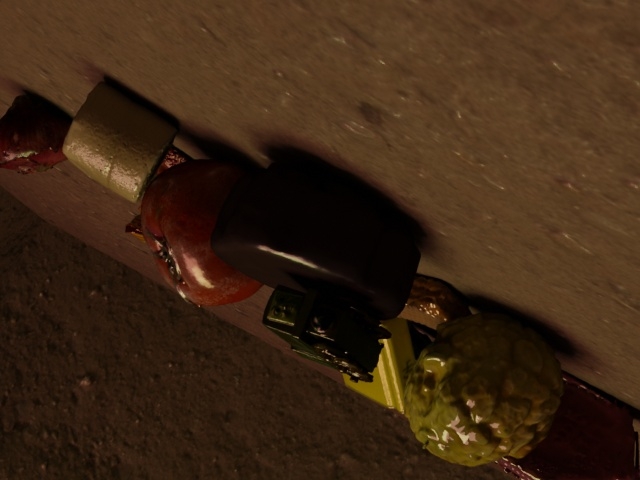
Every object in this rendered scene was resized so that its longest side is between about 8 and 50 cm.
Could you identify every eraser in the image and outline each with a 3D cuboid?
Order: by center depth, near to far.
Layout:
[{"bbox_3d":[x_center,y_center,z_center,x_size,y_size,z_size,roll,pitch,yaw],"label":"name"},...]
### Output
[{"bbox_3d":[0.097,0.193,2.113,0.158,0.069,0.226,21,137,41],"label":"eraser"}]

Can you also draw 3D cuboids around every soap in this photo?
[{"bbox_3d":[0.375,0.307,1.859,0.289,0.182,0.112,32,169,25],"label":"soap"}]

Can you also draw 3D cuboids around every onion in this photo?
[{"bbox_3d":[-0.538,-0.199,2.210,0.184,0.147,0.184,-5,-179,0],"label":"onion"}]

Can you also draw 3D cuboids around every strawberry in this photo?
[{"bbox_3d":[-0.241,-0.118,1.964,0.104,0.048,0.152,15,165,44],"label":"strawberry"}]

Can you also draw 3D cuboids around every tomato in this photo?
[{"bbox_3d":[-0.162,-0.017,1.784,0.232,0.188,0.232,47,152,35],"label":"tomato"}]

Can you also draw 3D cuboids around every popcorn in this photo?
[{"bbox_3d":[0.241,0.231,1.730,0.206,0.237,0.251,53,175,39],"label":"popcorn"}]

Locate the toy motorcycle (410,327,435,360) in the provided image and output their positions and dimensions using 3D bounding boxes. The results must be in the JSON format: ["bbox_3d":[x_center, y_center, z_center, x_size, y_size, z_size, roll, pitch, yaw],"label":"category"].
[{"bbox_3d":[0.250,0.261,2.108,0.272,0.123,0.182,36,159,55],"label":"toy motorcycle"}]

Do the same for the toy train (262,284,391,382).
[{"bbox_3d":[0.008,0.122,1.583,0.137,0.090,0.225,18,167,24],"label":"toy train"}]

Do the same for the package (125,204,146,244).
[{"bbox_3d":[-0.218,-0.025,2.023,0.223,0.108,0.288,10,-174,-9],"label":"package"}]

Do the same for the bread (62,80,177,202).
[{"bbox_3d":[-0.304,-0.146,1.776,0.141,0.134,0.148,31,158,-3],"label":"bread"}]

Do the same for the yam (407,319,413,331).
[{"bbox_3d":[0.147,0.167,2.126,0.032,0.032,0.145,29,150,13],"label":"yam"}]

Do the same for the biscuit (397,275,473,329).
[{"bbox_3d":[0.101,0.081,1.903,0.094,0.054,0.378,36,168,-30],"label":"biscuit"}]

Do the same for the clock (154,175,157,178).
[{"bbox_3d":[-0.334,-0.133,2.108,0.148,0.060,0.188,33,168,-11],"label":"clock"}]

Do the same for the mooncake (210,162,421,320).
[{"bbox_3d":[0.000,0.000,1.592,0.283,0.141,0.283,21,169,4],"label":"mooncake"}]

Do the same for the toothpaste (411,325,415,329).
[{"bbox_3d":[0.142,0.161,2.200,0.043,0.037,0.178,26,169,29],"label":"toothpaste"}]
